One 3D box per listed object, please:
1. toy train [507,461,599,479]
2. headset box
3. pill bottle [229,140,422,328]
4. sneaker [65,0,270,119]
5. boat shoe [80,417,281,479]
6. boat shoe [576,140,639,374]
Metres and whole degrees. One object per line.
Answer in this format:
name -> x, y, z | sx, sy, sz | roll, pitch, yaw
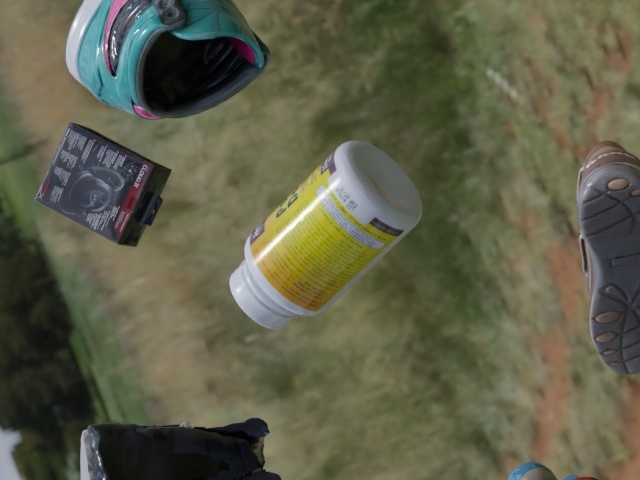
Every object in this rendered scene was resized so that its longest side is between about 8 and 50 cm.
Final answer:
toy train -> 0.159, 0.299, 1.522 | 0.143, 0.248, 0.105 | 29, 141, 63
headset box -> -0.149, -0.037, 1.119 | 0.083, 0.062, 0.032 | 26, -175, 19
pill bottle -> 0.000, 0.000, 1.716 | 0.117, 0.215, 0.117 | 34, -151, -22
sneaker -> -0.100, -0.222, 1.321 | 0.178, 0.124, 0.295 | 44, 115, 43
boat shoe -> -0.124, 0.266, 1.350 | 0.340, 0.158, 0.127 | 106, 156, -53
boat shoe -> 0.372, 0.021, 1.927 | 0.116, 0.123, 0.324 | -89, -9, -53
